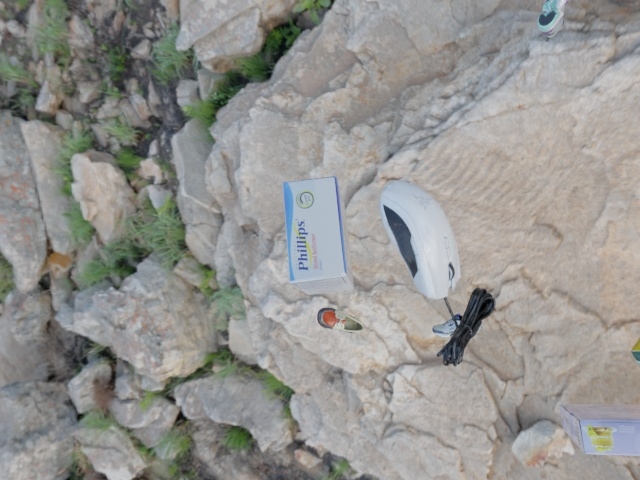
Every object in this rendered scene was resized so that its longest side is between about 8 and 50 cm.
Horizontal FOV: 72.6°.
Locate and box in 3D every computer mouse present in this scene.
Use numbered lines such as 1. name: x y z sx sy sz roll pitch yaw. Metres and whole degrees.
1. computer mouse: 0.123 0.023 0.453 0.042 0.106 0.193 -19 102 53

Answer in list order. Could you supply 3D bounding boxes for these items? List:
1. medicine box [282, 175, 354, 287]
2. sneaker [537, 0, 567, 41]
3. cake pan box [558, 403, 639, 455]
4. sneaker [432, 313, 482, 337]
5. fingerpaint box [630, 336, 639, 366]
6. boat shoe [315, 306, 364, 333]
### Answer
1. medicine box: 0.000 0.000 1.211 0.148 0.289 0.264 -7 76 6
2. sneaker: 0.414 -0.400 0.766 0.038 0.069 0.098 29 93 36
3. cake pan box: 0.644 0.381 0.893 0.245 0.267 0.070 -5 76 19
4. sneaker: 0.381 0.234 1.233 0.135 0.052 0.058 -14 111 23
5. fingerpaint box: 1.102 0.215 1.106 0.163 0.444 0.371 58 151 -4
6. boat shoe: 0.045 0.186 1.002 0.043 0.137 0.049 2 71 45
